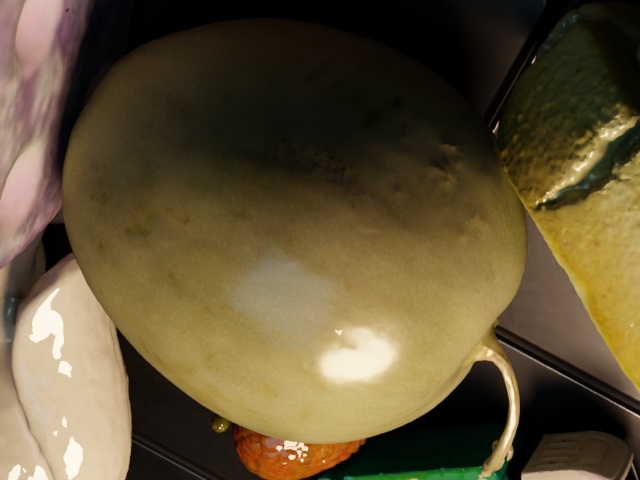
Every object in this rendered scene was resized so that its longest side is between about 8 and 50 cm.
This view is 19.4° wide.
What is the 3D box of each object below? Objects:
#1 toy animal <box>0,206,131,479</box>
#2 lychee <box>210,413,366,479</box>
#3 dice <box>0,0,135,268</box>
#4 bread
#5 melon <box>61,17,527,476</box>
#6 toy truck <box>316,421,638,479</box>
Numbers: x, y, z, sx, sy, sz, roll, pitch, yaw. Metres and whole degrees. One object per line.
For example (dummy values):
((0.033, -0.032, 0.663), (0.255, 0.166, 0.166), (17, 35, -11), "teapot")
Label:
((-0.245, 0.103, 1.348), (0.272, 0.206, 0.265), (-13, 111, 23), "toy animal")
((-0.031, 0.114, 1.343), (0.140, 0.101, 0.114), (11, 84, 13), "lychee")
((-0.280, -0.146, 1.169), (0.270, 0.271, 0.270), (18, 123, 9), "dice")
((0.215, -0.023, 1.127), (0.257, 0.186, 0.124), (50, 126, -3), "bread")
((-0.014, -0.006, 1.173), (0.308, 0.272, 0.271), (9, 122, 9), "melon")
((0.107, 0.202, 1.343), (0.253, 0.114, 0.124), (-9, 105, 23), "toy truck")
